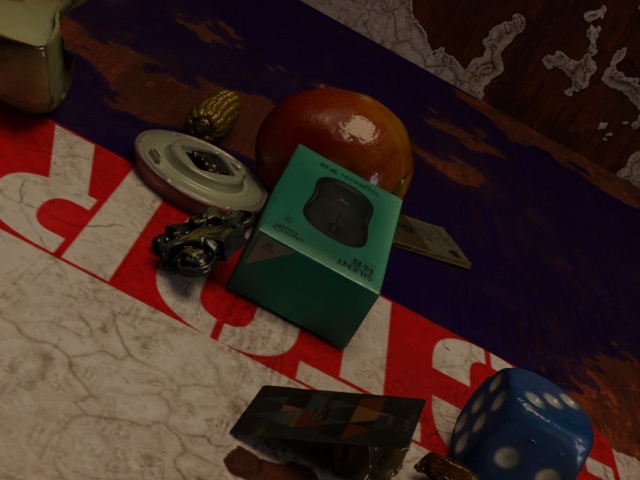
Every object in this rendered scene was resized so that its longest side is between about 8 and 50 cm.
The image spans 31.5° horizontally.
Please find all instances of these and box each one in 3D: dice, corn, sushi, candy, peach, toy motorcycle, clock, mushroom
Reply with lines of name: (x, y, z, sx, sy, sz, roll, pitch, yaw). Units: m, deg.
dice: (0.269, 0.266, 1.514, 0.146, 0.143, 0.146, 31, 20, -7)
corn: (-0.196, -0.233, 2.108, 0.080, 0.080, 0.231, 29, 21, -4)
sushi: (0.166, 0.303, 1.432, 0.099, 0.047, 0.050, 26, -15, 12)
candy: (0.058, 0.243, 1.377, 0.095, 0.085, 0.110, 18, 16, -24)
peach: (0.024, -0.148, 1.977, 0.281, 0.238, 0.280, 2, 64, -4)
toy motorcycle: (-0.175, 0.000, 1.607, 0.124, 0.061, 0.193, 4, 29, 20)
clock: (-0.195, -0.111, 1.868, 0.244, 0.056, 0.244, 26, 21, -11)
mushroom: (-0.499, -0.323, 1.786, 0.218, 0.212, 0.292, 8, 47, -1)

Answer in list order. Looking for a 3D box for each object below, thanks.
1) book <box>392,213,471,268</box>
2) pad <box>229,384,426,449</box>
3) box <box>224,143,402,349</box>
book: (0.187, -0.008, 2.184, 0.199, 0.016, 0.138, 17, 25, -30)
pad: (0.012, 0.208, 1.353, 0.212, 0.003, 0.143, 3, 17, 14)
box: (0.000, 0.000, 1.730, 0.205, 0.118, 0.311, 27, 31, -3)
